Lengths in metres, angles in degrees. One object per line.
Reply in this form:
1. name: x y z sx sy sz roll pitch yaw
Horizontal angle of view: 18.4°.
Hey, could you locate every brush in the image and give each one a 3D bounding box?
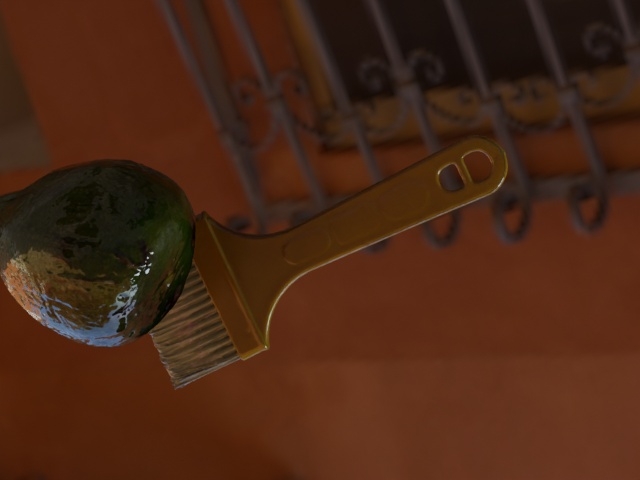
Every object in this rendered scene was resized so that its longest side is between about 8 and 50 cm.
1. brush: 0.000 0.000 1.319 0.272 0.103 0.013 -25 179 10

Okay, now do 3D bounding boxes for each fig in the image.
1. fig: -0.158 -0.003 1.263 0.156 0.123 0.123 26 -140 21
